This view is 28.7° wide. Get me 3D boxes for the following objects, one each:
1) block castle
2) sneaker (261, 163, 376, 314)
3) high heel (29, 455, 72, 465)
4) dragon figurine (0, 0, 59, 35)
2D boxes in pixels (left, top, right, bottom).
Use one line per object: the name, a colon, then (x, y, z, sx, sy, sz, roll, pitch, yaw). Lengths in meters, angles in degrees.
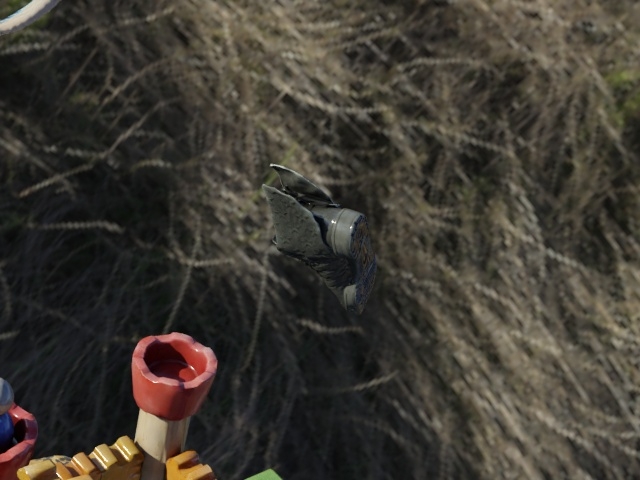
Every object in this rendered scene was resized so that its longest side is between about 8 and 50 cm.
block castle: (-0.113, 0.275, 1.097, 0.303, 0.213, 0.453, -17, 43, -41)
sneaker: (-0.001, 0.002, 1.137, 0.089, 0.170, 0.051, 16, 59, 17)
high heel: (-0.439, 0.373, 1.803, 0.261, 0.093, 0.186, 20, 19, 10)
dragon figurine: (-0.143, -0.255, 0.869, 0.085, 0.289, 0.144, 27, 33, -44)
